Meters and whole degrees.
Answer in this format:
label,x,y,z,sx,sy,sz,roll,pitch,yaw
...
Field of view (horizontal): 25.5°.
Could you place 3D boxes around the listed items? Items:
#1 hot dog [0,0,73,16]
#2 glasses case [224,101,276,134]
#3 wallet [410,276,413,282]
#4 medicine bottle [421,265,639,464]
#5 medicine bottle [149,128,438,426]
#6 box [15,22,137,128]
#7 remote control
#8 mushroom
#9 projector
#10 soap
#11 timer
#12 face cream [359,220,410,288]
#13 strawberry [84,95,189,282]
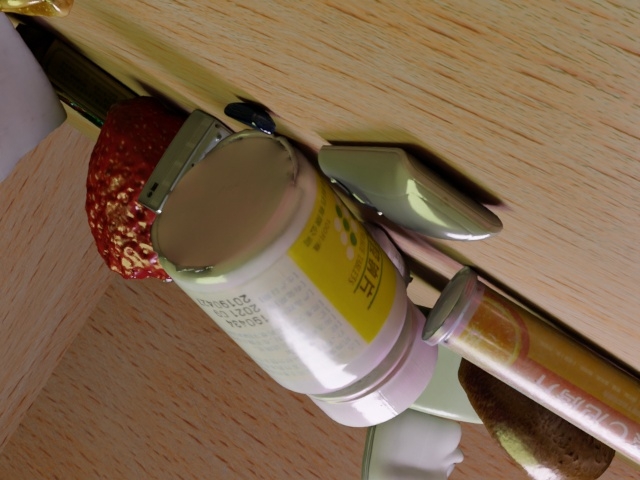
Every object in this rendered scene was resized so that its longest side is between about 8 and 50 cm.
label,x,y,z,sx,sy,sz,roll,pitch,yaw
hot dog,-0.335,-0.273,1.450,0.102,0.076,0.249,0,-170,-38
glasses case,-0.074,-0.135,1.532,0.033,0.023,0.083,25,-178,-29
wallet,0.000,0.000,2.316,0.221,0.071,0.262,36,168,-38
medicine bottle,0.334,0.185,1.759,0.426,0.108,0.108,31,176,-6
medicine bottle,-0.021,0.059,1.736,0.213,0.213,0.378,28,164,47
box,-0.370,-0.238,2.209,0.240,0.071,0.159,37,172,-36
remote control,0.071,-0.041,1.335,0.109,0.055,0.313,33,176,-14
mushroom,0.293,0.219,1.908,0.253,0.153,0.253,39,-165,-13
projector,-0.159,-0.083,1.903,0.061,0.147,0.115,29,175,41
soap,-0.610,-0.285,2.077,0.435,0.213,0.350,33,165,39
timer,0.150,0.268,2.149,0.291,0.315,0.291,14,-177,-1
face cream,0.069,0.027,1.981,0.082,0.082,0.269,31,177,16
strawberry,-0.234,-0.081,2.059,0.257,0.257,0.277,26,139,58
